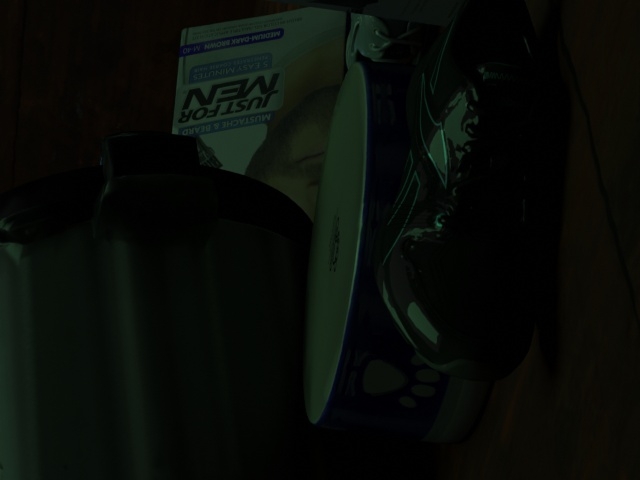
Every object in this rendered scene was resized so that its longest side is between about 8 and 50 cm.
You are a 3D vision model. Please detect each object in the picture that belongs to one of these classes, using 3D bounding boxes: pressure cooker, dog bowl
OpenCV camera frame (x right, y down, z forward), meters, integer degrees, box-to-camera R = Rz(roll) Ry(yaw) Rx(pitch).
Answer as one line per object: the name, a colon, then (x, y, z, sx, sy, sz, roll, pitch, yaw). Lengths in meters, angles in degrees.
pressure cooker: (-0.149, 0.129, 1.513, 0.370, 0.375, 0.420, -28, 54, 25)
dog bowl: (0.058, 0.008, 1.302, 0.265, 0.104, 0.265, -174, 90, -83)

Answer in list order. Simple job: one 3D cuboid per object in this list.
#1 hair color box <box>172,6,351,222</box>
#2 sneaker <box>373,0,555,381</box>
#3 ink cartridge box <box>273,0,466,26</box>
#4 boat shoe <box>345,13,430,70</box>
hair color box: (-0.049, -0.064, 1.822, 0.110, 0.185, 0.339, 58, -151, -55)
sneaker: (0.090, -0.042, 1.112, 0.106, 0.101, 0.267, 110, 165, -53)
ink cartridge box: (0.029, -0.254, 1.433, 0.082, 0.190, 0.140, 117, 159, -71)
boat shoe: (0.065, -0.185, 1.599, 0.227, 0.079, 0.081, 99, 165, -61)
